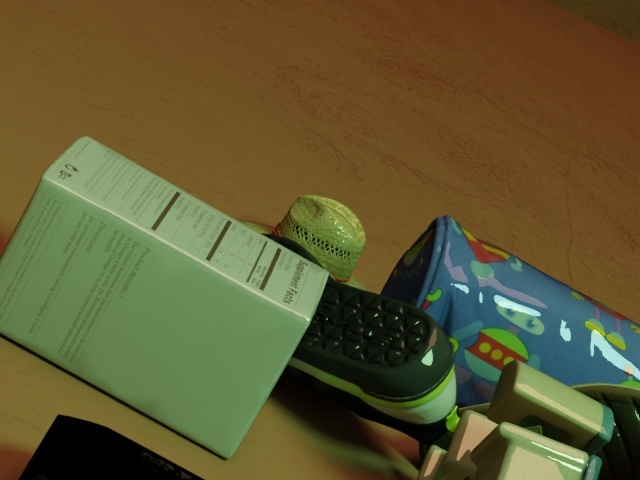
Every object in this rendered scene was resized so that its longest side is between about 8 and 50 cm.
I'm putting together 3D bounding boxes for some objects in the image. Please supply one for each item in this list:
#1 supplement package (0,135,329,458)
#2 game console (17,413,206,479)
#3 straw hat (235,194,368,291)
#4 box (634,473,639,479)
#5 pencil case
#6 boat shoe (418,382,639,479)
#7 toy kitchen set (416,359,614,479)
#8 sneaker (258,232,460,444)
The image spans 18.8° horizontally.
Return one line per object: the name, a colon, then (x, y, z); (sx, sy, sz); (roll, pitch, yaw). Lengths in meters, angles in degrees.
supplement package: (-0.100, 0.032, 1.176); (0.179, 0.105, 0.105); (30, 17, -3)
game console: (-0.066, 0.201, 0.865); (0.213, 0.044, 0.361); (29, 18, -4)
straw hat: (0.000, 0.000, 1.504); (0.144, 0.061, 0.144); (27, 18, -10)
box: (0.231, 0.174, 1.222); (0.116, 0.162, 0.029); (14, 26, -44)
pencil case: (0.175, 0.103, 1.400); (0.306, 0.133, 0.119); (28, -5, -10)
boat shoe: (0.163, 0.126, 1.276); (0.190, 0.068, 0.072); (-2, -1, 24)
toy kitchen set: (0.114, 0.200, 1.134); (0.122, 0.166, 0.207); (28, 54, -5)
sneaker: (0.003, 0.076, 1.297); (0.235, 0.084, 0.097); (28, -28, 42)
